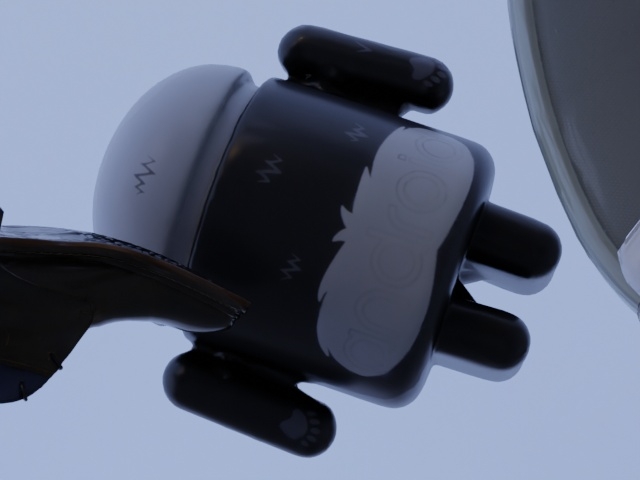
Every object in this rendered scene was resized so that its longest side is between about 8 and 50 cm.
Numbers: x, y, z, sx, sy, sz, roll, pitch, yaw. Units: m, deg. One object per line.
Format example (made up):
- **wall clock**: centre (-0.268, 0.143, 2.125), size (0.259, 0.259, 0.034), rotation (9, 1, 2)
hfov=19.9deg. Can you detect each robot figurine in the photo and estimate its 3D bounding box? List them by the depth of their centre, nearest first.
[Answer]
- **robot figurine**: centre (0.001, -0.001, 1.098), size (0.278, 0.209, 0.173), rotation (18, -47, 6)

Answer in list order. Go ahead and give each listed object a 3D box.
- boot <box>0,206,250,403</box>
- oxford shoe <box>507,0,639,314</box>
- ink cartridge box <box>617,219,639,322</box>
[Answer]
- **boot**: centre (-0.147, 0.043, 0.962), size (0.219, 0.082, 0.106), rotation (17, -91, -26)
- **oxford shoe**: centre (0.171, -0.180, 0.733), size (0.169, 0.130, 0.449), rotation (8, -103, -11)
- **ink cartridge box**: centre (0.214, -0.041, 0.269), size (0.117, 0.207, 0.283), rotation (-7, -45, -58)
